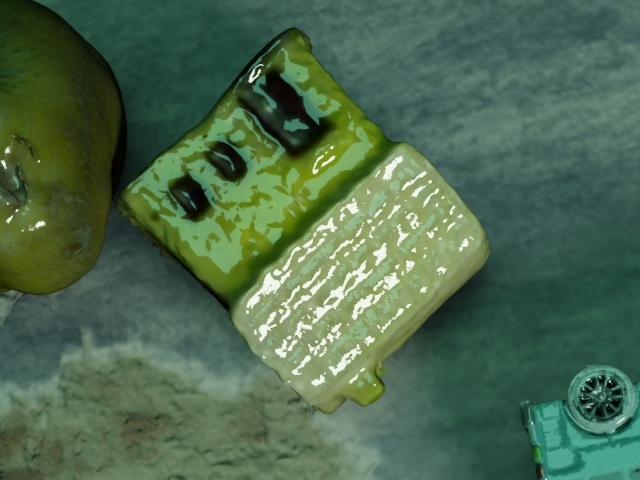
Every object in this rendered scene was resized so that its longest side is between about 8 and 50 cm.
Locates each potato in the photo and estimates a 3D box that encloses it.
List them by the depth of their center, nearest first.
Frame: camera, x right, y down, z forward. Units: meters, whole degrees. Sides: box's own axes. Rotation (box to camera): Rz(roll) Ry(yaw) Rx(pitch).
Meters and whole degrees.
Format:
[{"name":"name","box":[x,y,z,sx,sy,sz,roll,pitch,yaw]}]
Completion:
[{"name":"potato","box":[-0.239,-0.072,1.359,0.202,0.351,0.218,10,102,-17]}]

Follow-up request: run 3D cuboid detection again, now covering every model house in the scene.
[{"name":"model house","box":[0.000,0.000,1.358,0.193,0.175,0.234,-44,78,-6]}]

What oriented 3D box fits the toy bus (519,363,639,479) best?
[{"name":"toy bus","box":[0.278,0.151,1.250,0.256,0.128,0.147,-13,70,10]}]
